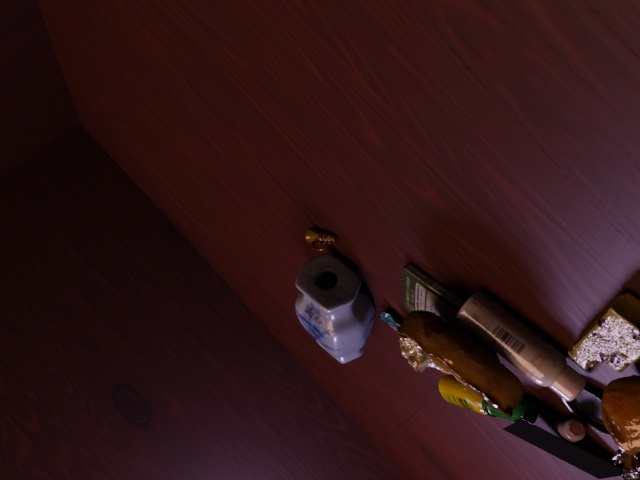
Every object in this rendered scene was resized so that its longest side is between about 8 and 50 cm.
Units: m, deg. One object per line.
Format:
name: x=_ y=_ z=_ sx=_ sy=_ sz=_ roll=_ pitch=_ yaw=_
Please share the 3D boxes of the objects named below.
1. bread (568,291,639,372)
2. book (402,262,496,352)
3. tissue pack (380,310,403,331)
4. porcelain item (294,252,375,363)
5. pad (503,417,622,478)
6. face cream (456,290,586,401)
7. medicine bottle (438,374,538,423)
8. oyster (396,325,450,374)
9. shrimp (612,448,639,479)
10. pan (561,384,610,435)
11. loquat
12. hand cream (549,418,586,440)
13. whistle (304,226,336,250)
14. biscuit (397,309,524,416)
bread: x=0.478 y=0.165 z=0.965 sx=0.088 sy=0.049 sz=0.226 roll=39 pitch=160 yaw=23
book: x=0.303 y=0.181 z=1.401 sx=0.264 sy=0.027 sz=0.202 roll=36 pitch=159 yaw=27
tissue pack: x=0.231 y=0.247 z=1.686 sx=0.138 sy=0.028 sz=0.085 roll=37 pitch=162 yaw=17
porcelain item: x=0.043 y=0.222 z=1.801 sx=0.242 sy=0.178 sz=0.405 roll=37 pitch=158 yaw=28
pad: x=0.559 y=0.484 z=1.367 sx=0.245 sy=0.006 sz=0.170 roll=26 pitch=158 yaw=13
face cream: x=0.399 y=0.210 z=1.175 sx=0.269 sy=0.082 sz=0.082 roll=39 pitch=159 yaw=23
medicine bottle: x=0.423 y=0.404 z=1.505 sx=0.111 sy=0.076 sz=0.309 roll=32 pitch=165 yaw=-21
oyster: x=0.285 y=0.310 z=1.607 sx=0.191 sy=0.081 sz=0.163 roll=18 pitch=146 yaw=17
shrimp: x=0.659 y=0.414 z=1.023 sx=0.233 sy=0.071 sz=0.365 roll=36 pitch=149 yaw=22
pan: x=0.510 y=0.306 z=1.200 sx=0.235 sy=0.028 sz=0.136 roll=39 pitch=158 yaw=16
loquat: x=0.528 y=0.289 z=0.974 sx=0.113 sy=0.137 sz=0.137 roll=25 pitch=175 yaw=-33
hand cream: x=0.547 y=0.422 z=1.310 sx=0.067 sy=0.043 sz=0.210 roll=38 pitch=172 yaw=23
whistle: x=-0.003 y=-0.005 z=1.645 sx=0.109 sy=0.057 sz=0.046 roll=18 pitch=125 yaw=54
biscuit: x=0.308 y=0.251 z=1.274 sx=0.296 sy=0.102 sz=0.296 roll=38 pitch=179 yaw=1
